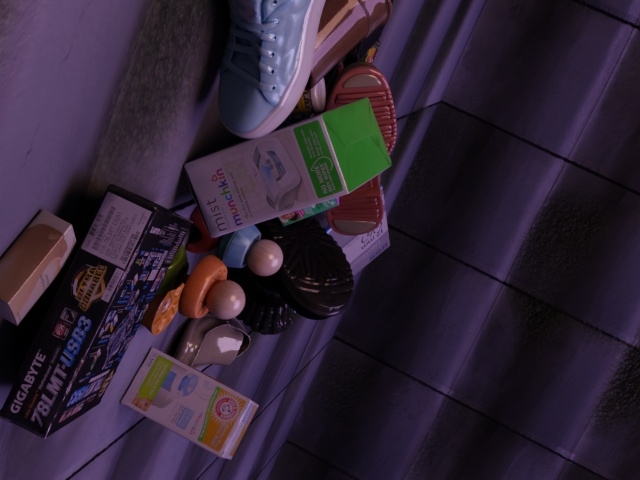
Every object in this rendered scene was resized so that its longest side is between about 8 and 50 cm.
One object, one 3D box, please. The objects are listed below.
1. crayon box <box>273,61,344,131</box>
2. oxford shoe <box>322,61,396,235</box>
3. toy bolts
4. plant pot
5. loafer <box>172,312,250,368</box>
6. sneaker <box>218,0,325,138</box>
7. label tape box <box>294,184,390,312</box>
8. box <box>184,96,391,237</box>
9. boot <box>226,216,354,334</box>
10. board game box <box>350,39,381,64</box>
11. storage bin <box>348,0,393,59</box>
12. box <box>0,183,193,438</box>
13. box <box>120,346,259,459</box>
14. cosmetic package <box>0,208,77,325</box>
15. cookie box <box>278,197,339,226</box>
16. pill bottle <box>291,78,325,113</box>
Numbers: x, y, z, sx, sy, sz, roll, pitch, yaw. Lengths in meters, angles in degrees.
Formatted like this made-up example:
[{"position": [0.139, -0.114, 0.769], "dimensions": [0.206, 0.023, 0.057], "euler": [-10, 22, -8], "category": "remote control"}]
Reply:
[{"position": [-0.022, -0.207, 1.844], "dimensions": [0.202, 0.081, 0.318], "euler": [-63, 170, -5], "category": "crayon box"}, {"position": [0.053, -0.183, 1.801], "dimensions": [0.397, 0.141, 0.146], "euler": [96, -9, -50], "category": "oxford shoe"}, {"position": [-0.167, 0.065, 1.588], "dimensions": [0.228, 0.158, 0.218], "euler": [-54, 166, -40], "category": "toy bolts"}, {"position": [-0.012, -0.318, 1.443], "dimensions": [0.165, 0.167, 0.167], "euler": [-51, 166, -16], "category": "plant pot"}, {"position": [-0.202, 0.195, 1.928], "dimensions": [0.102, 0.092, 0.268], "euler": [-65, 169, 13], "category": "loafer"}, {"position": [-0.079, -0.301, 1.280], "dimensions": [0.150, 0.135, 0.366], "euler": [-12, 127, -55], "category": "sneaker"}, {"position": [0.031, 0.024, 2.216], "dimensions": [0.249, 0.115, 0.347], "euler": [-39, 148, -17], "category": "label tape box"}, {"position": [-0.041, -0.113, 1.530], "dimensions": [0.126, 0.231, 0.262], "euler": [70, 22, -7], "category": "box"}, {"position": [-0.068, 0.086, 1.781], "dimensions": [0.131, 0.348, 0.260], "euler": [-1, 127, -26], "category": "boot"}, {"position": [0.057, -0.296, 2.038], "dimensions": [0.136, 0.030, 0.259], "euler": [-88, -160, -70], "category": "board game box"}, {"position": [0.073, -0.427, 1.755], "dimensions": [0.122, 0.084, 0.180], "euler": [-54, 165, -43], "category": "storage bin"}, {"position": [-0.273, 0.084, 1.261], "dimensions": [0.293, 0.073, 0.295], "euler": [-62, 179, -1], "category": "box"}, {"position": [-0.224, 0.285, 1.736], "dimensions": [0.114, 0.203, 0.103], "euler": [-61, 170, -11], "category": "box"}, {"position": [-0.318, 0.029, 1.091], "dimensions": [0.115, 0.041, 0.060], "euler": [-58, 170, -27], "category": "cosmetic package"}, {"position": [-0.023, -0.082, 1.710], "dimensions": [0.040, 0.107, 0.092], "euler": [57, 21, -34], "category": "cookie box"}, {"position": [-0.055, -0.224, 1.519], "dimensions": [0.065, 0.116, 0.065], "euler": [-2, 90, -75], "category": "pill bottle"}]
